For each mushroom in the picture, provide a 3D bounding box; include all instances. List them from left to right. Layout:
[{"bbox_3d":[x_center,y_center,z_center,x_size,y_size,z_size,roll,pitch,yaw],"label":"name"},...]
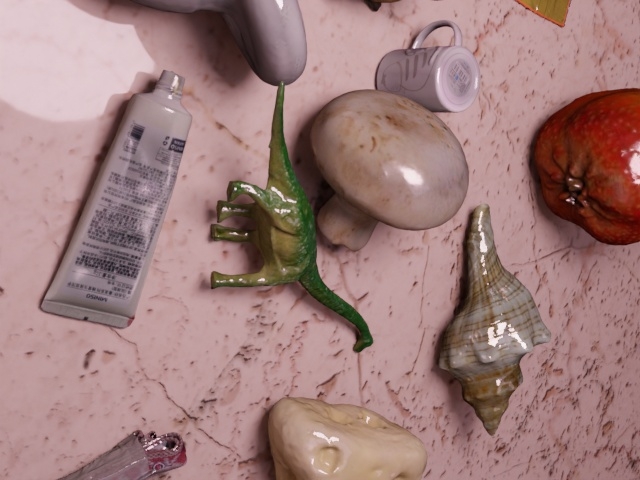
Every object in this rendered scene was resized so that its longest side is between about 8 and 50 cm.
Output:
[{"bbox_3d":[0.083,-0.092,1.151,0.244,0.243,0.243,-7,102,-33],"label":"mushroom"}]

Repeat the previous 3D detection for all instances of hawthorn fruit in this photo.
[{"bbox_3d":[0.554,-0.152,1.385,0.330,0.287,0.287,-28,113,-20],"label":"hawthorn fruit"}]

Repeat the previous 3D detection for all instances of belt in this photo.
[{"bbox_3d":[-0.290,0.317,1.039,0.232,0.071,0.053,-23,118,-26],"label":"belt"}]

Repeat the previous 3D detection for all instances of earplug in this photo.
[{"bbox_3d":[-0.136,-0.318,0.953,0.326,0.214,0.175,38,96,-28],"label":"earplug"}]

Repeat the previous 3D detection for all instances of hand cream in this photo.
[{"bbox_3d":[-0.245,-0.055,1.011,0.124,0.078,0.340,18,96,-36],"label":"hand cream"}]

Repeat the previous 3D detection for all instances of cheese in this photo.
[{"bbox_3d":[0.043,0.332,1.206,0.248,0.174,0.251,-24,106,-27],"label":"cheese"}]

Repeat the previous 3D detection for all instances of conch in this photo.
[{"bbox_3d":[0.311,0.141,1.357,0.203,0.170,0.386,6,98,-60],"label":"conch"}]

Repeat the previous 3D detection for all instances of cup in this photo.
[{"bbox_3d":[0.161,-0.262,1.196,0.099,0.133,0.136,-16,108,-35],"label":"cup"}]

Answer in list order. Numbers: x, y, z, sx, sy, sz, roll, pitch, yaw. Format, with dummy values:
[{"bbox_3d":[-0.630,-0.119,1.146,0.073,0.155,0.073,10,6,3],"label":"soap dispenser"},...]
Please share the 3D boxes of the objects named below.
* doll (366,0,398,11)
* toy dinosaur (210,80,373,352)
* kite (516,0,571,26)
[{"bbox_3d":[0.056,-0.453,1.062,0.174,0.235,0.330,-29,127,11],"label":"doll"},{"bbox_3d":[0.000,0.000,1.113,0.301,0.087,0.447,6,127,-18],"label":"toy dinosaur"},{"bbox_3d":[0.356,-0.535,1.350,0.328,0.013,0.377,-32,117,-25],"label":"kite"}]
